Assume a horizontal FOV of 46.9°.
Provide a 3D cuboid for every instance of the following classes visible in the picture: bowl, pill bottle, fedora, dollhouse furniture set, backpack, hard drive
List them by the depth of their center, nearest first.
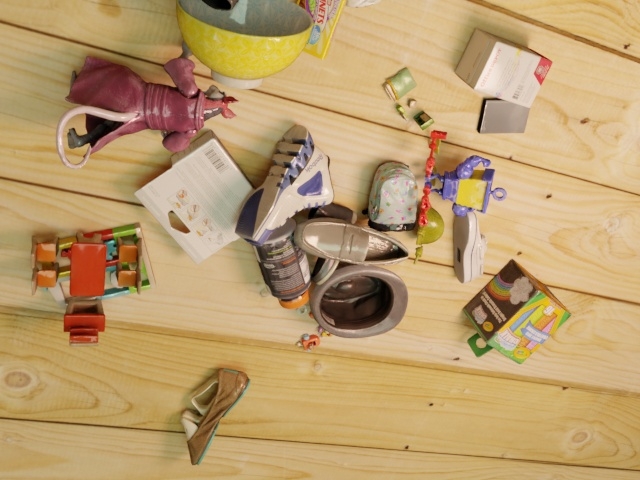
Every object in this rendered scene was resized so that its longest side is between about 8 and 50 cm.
[{"bbox_3d":[-0.169,-0.417,1.569,0.289,0.289,0.156,1,126,-18],"label":"bowl"},{"bbox_3d":[-0.574,0.117,1.814,0.261,0.135,0.259,1,119,-18],"label":"dollhouse furniture set"},{"bbox_3d":[0.227,-0.351,1.859,0.076,0.059,0.152,-34,124,4],"label":"dollhouse furniture set"},{"bbox_3d":[0.199,-0.114,1.962,0.151,0.115,0.182,-3,118,-12],"label":"backpack"},{"bbox_3d":[-0.098,0.066,1.969,0.130,0.130,0.246,-18,124,-5],"label":"pill bottle"},{"bbox_3d":[0.490,-0.333,1.972,0.135,0.022,0.094,-3,121,-15],"label":"hard drive"},{"bbox_3d":[0.098,0.150,2.084,0.275,0.124,0.244,-5,120,-8],"label":"fedora"}]

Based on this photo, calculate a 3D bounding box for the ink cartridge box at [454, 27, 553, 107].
[{"bbox_3d":[0.452,-0.430,1.838,0.176,0.127,0.128,13,116,-24],"label":"ink cartridge box"}]

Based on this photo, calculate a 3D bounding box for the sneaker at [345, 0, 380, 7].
[{"bbox_3d":[0.158,-0.605,1.669,0.232,0.090,0.115,-16,120,-8],"label":"sneaker"}]

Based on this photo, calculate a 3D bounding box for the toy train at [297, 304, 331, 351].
[{"bbox_3d":[-0.012,0.259,2.163,0.125,0.046,0.166,-14,123,-9],"label":"toy train"}]

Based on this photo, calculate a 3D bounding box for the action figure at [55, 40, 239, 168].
[{"bbox_3d":[-0.362,-0.301,1.599,0.369,0.276,0.248,0,115,-1],"label":"action figure"}]

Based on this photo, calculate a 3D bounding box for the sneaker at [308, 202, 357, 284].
[{"bbox_3d":[0.000,0.000,1.974,0.118,0.083,0.222,26,83,-21],"label":"sneaker"}]

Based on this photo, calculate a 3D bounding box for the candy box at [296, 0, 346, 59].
[{"bbox_3d":[-0.002,-0.527,1.673,0.105,0.027,0.206,24,114,6],"label":"candy box"}]

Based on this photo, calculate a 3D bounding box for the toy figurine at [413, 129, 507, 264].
[{"bbox_3d":[0.374,-0.099,1.934,0.217,0.191,0.363,8,127,9],"label":"toy figurine"}]

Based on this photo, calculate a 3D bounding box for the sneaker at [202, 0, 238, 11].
[{"bbox_3d":[-0.109,-0.568,1.502,0.447,0.169,0.258,10,83,-13],"label":"sneaker"}]

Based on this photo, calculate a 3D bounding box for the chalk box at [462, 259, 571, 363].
[{"bbox_3d":[0.575,0.242,2.254,0.179,0.180,0.289,32,108,-30],"label":"chalk box"}]

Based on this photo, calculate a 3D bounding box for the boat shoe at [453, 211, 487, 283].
[{"bbox_3d":[0.438,0.010,2.132,0.084,0.095,0.258,-15,134,-12],"label":"boat shoe"}]

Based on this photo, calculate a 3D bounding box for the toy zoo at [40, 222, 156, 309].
[{"bbox_3d":[-0.585,0.071,1.885,0.293,0.030,0.192,-12,123,-10],"label":"toy zoo"}]

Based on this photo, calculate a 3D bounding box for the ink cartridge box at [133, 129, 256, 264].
[{"bbox_3d":[-0.291,-0.102,1.853,0.238,0.060,0.275,-32,125,5],"label":"ink cartridge box"}]

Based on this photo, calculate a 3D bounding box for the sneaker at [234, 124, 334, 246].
[{"bbox_3d":[-0.061,-0.108,1.846,0.182,0.127,0.316,33,83,-36],"label":"sneaker"}]

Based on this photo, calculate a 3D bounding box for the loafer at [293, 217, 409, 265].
[{"bbox_3d":[0.085,0.005,1.902,0.319,0.111,0.112,8,90,-29],"label":"loafer"}]

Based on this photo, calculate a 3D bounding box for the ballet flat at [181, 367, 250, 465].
[{"bbox_3d":[-0.336,0.512,2.191,0.124,0.116,0.342,29,109,-8],"label":"ballet flat"}]
